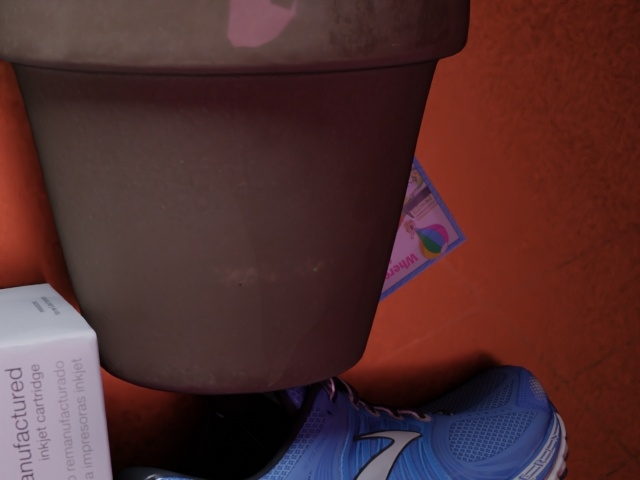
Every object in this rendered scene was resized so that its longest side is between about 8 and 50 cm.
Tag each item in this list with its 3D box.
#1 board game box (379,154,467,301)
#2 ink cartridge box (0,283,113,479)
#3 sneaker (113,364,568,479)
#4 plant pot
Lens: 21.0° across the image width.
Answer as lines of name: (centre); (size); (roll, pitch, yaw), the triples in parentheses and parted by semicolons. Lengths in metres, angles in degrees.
board game box: (0.000, 0.000, 1.061); (0.154, 0.026, 0.103); (-35, 103, -10)
ink cartridge box: (-0.255, 0.146, 0.914); (0.270, 0.197, 0.198); (-8, 98, -15)
sneaker: (0.018, 0.124, 0.986); (0.330, 0.130, 0.147); (-20, 91, -44)
plant pot: (-0.047, -0.045, 0.927); (0.263, 0.263, 0.229); (-4, 101, -15)
